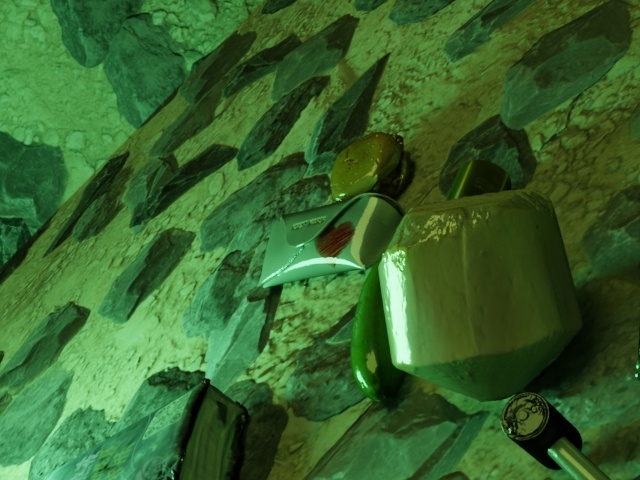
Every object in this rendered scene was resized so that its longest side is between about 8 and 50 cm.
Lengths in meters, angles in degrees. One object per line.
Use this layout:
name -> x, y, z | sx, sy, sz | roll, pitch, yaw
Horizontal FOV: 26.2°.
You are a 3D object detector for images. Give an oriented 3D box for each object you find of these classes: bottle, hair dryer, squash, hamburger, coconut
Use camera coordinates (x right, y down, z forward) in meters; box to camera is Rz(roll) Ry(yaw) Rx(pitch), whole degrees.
bottle -> 0.187, 0.013, 1.894 | 0.082, 0.082, 0.286 | -19, 35, 44
hair dryer -> 0.272, 0.241, 1.421 | 0.057, 0.100, 0.198 | -47, 43, 3
squash -> 0.087, 0.110, 1.899 | 0.082, 0.082, 0.292 | -30, 28, 29
hamburger -> 0.082, -0.113, 2.264 | 0.138, 0.083, 0.147 | -28, 31, 23
coconut -> 0.189, 0.070, 1.633 | 0.239, 0.244, 0.239 | -9, 5, 1

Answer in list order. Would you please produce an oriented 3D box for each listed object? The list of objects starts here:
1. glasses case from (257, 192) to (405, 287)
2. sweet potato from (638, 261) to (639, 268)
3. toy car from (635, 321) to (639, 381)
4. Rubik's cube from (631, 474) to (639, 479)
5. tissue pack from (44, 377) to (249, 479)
glasses case -> -0.001, 0.002, 2.205 | 0.308, 0.083, 0.128 | -13, 38, 50
sweet potato -> 0.470, -0.019, 1.507 | 0.251, 0.097, 0.097 | -33, 26, 13
toy car -> 0.421, 0.102, 1.145 | 0.097, 0.320, 0.141 | 99, -174, -63
Rubik's cube -> 0.412, 0.260, 0.884 | 0.305, 0.301, 0.304 | -37, 26, 14
tissue pack -> -0.285, 0.379, 2.015 | 0.361, 0.122, 0.259 | -35, 24, 26
